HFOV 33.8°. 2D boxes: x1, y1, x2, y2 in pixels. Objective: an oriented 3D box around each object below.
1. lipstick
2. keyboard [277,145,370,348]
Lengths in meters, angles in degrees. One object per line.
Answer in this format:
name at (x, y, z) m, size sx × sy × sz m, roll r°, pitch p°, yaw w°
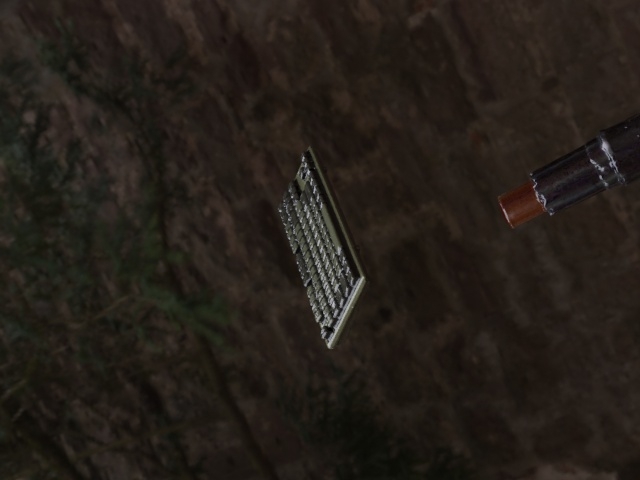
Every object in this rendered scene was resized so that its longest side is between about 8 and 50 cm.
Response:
lipstick at (0.367, -0.101, 1.353) m, size 0.081 × 0.299 × 0.081 m, roll 55°, pitch -162°, yaw -28°
keyboard at (0.000, 0.000, 0.577) m, size 0.015 × 0.049 × 0.129 m, roll 7°, pitch -147°, yaw -20°
